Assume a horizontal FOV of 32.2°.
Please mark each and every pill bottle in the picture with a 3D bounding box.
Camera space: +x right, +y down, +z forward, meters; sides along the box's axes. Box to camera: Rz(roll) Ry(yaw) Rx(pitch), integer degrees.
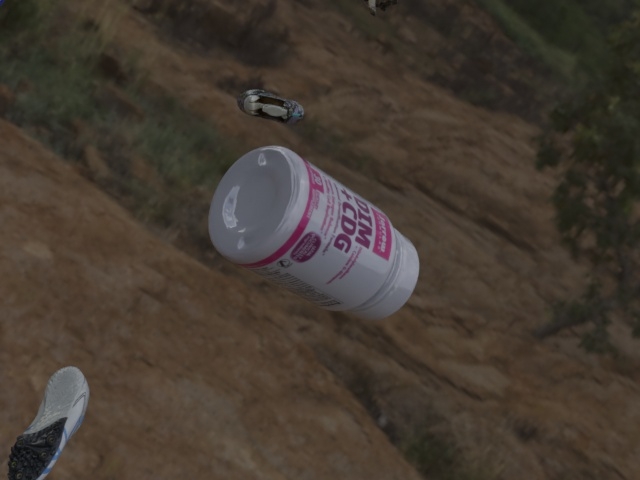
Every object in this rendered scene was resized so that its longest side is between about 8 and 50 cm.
[{"bbox_3d":[0.000,0.000,1.482,0.283,0.160,0.160,30,22,-45],"label":"pill bottle"}]

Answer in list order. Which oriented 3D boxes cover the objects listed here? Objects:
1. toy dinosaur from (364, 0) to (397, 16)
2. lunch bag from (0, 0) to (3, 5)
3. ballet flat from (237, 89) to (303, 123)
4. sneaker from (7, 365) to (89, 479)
[{"bbox_3d":[0.049,-0.332,1.364,0.118,0.064,0.268,49,14,-5],"label":"toy dinosaur"},{"bbox_3d":[-0.493,-0.363,1.499,0.096,0.151,0.128,38,17,36],"label":"lunch bag"},{"bbox_3d":[-0.079,-0.191,1.577,0.114,0.041,0.041,15,15,29],"label":"ballet flat"},{"bbox_3d":[-0.437,0.314,1.815,0.085,0.086,0.237,1,42,16],"label":"sneaker"}]
